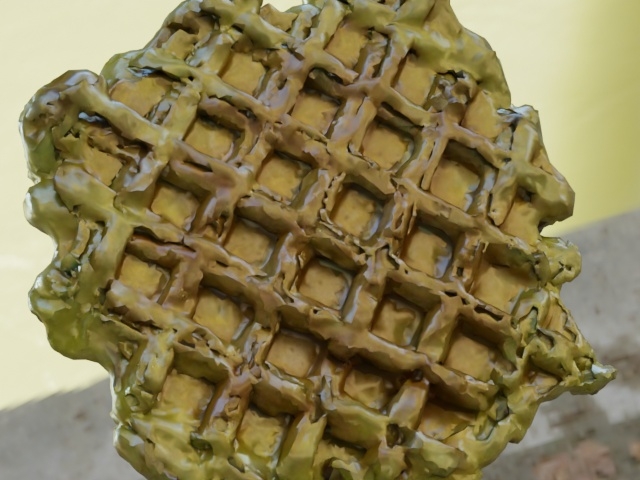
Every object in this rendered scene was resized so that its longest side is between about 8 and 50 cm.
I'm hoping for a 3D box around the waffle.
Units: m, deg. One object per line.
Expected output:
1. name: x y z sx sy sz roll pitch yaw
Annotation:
1. waffle: -0.001 0.001 0.708 0.254 0.245 0.052 -21 -10 -24
